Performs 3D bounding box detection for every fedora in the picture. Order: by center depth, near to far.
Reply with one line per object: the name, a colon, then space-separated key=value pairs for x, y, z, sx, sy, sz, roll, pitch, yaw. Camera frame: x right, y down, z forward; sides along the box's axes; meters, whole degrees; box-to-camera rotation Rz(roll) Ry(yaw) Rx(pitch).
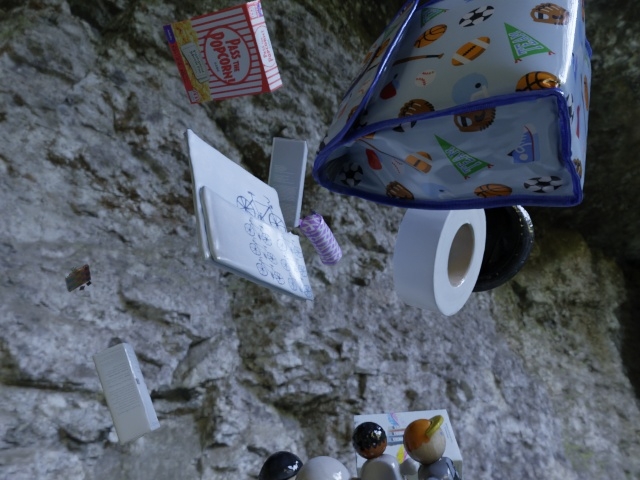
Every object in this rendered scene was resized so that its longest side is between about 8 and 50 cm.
fedora: x=0.491 y=0.011 z=1.454 sx=0.335 sy=0.333 sz=0.152 roll=-16 pitch=-20 yaw=14

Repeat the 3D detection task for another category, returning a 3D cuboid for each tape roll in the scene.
tape roll: x=0.280 y=0.024 z=1.068 sx=0.100 sy=0.285 sz=0.286 roll=12 pitch=-19 yaw=38

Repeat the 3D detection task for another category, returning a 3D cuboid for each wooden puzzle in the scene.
wooden puzzle: x=-0.491 y=0.077 z=0.940 sx=0.049 sy=0.006 sz=0.083 roll=-39 pitch=-21 yaw=-40

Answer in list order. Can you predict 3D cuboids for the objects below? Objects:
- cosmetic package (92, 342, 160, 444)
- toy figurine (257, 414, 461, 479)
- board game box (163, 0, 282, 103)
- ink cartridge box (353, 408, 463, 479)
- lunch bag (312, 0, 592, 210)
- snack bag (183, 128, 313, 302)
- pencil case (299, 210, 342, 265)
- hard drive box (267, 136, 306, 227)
cosmetic package: x=-0.490 y=0.385 z=1.176 sx=0.086 sy=0.230 sz=0.117 roll=-23 pitch=-12 yaw=-16
toy figurine: x=0.049 y=0.297 z=0.546 sx=0.210 sy=0.148 sz=0.213 roll=-15 pitch=-16 yaw=-26
board game box: x=-0.179 y=-0.338 z=0.848 sx=0.194 sy=0.045 sz=0.146 roll=1 pitch=-58 yaw=29
ink cartridge box: x=0.150 y=0.396 z=0.824 sx=0.177 sy=0.127 sz=0.128 roll=-6 pitch=-71 yaw=5
lunch bag: x=0.191 y=-0.227 z=0.727 sx=0.386 sy=0.327 sz=0.238 roll=-1 pitch=-38 yaw=36
snack bag: x=-0.149 y=-0.048 z=1.001 sx=0.037 sy=0.342 sz=0.323 roll=-32 pitch=-35 yaw=21
pencil case: x=0.000 y=0.000 z=1.554 sx=0.088 sy=0.086 sz=0.206 roll=-3 pitch=-41 yaw=28
hard drive box: x=-0.094 y=-0.157 z=1.303 sx=0.089 sy=0.231 sz=0.181 roll=8 pitch=3 yaw=-1
